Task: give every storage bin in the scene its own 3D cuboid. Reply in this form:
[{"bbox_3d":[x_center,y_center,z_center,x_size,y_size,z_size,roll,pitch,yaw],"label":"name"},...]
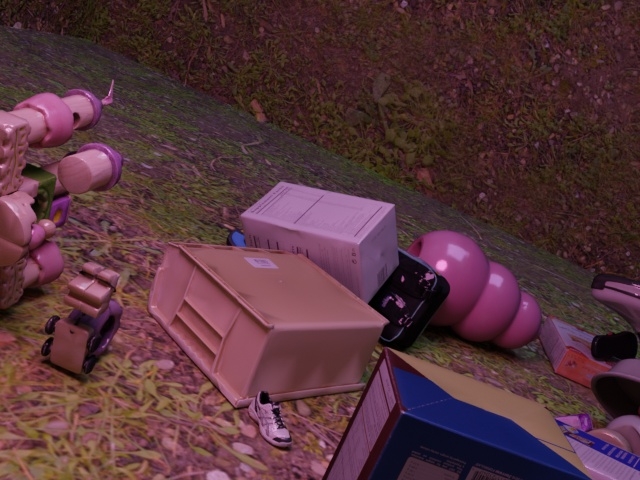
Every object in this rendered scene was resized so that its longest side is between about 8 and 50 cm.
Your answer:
[{"bbox_3d":[-0.081,0.111,1.039,0.262,0.123,0.260,5,23,-47],"label":"storage bin"}]

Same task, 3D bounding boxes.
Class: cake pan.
[{"bbox_3d":[0.626,0.312,1.219,0.293,0.054,0.293,38,-16,13],"label":"cake pan"}]

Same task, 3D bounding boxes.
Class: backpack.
[{"bbox_3d":[0.136,0.096,1.323,0.188,0.166,0.144,35,4,30],"label":"backpack"}]

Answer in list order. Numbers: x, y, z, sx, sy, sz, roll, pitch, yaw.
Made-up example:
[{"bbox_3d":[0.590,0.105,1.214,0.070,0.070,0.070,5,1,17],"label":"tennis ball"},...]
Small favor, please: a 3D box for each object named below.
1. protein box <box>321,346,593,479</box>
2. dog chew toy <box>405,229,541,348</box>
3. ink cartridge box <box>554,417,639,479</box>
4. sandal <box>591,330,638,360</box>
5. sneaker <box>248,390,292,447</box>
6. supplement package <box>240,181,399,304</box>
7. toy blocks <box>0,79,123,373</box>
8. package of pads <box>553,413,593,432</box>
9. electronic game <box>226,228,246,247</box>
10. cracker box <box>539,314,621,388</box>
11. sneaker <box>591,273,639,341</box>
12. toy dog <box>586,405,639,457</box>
[{"bbox_3d":[0.122,0.254,0.704,0.199,0.201,0.136,21,16,-7],"label":"protein box"},{"bbox_3d":[0.325,0.120,1.470,0.331,0.207,0.207,31,14,-10],"label":"dog chew toy"},{"bbox_3d":[0.400,0.330,0.971,0.370,0.069,0.175,18,5,32],"label":"ink cartridge box"},{"bbox_3d":[0.650,0.233,1.543,0.179,0.067,0.040,8,-3,-34],"label":"sandal"},{"bbox_3d":[-0.061,0.221,0.860,0.032,0.037,0.083,9,22,-46],"label":"sneaker"},{"bbox_3d":[0.000,0.000,1.238,0.244,0.134,0.139,14,39,30],"label":"supplement package"},{"bbox_3d":[-0.341,-0.050,0.881,0.308,0.289,0.260,22,21,6],"label":"toy blocks"},{"bbox_3d":[0.410,0.312,1.166,0.083,0.032,0.050,-21,-17,41],"label":"package of pads"},{"bbox_3d":[-0.084,0.034,1.418,0.229,0.048,0.229,22,15,-6],"label":"electronic game"},{"bbox_3d":[0.610,0.266,1.610,0.155,0.067,0.232,24,16,1],"label":"cracker box"},{"bbox_3d":[0.745,0.261,1.448,0.447,0.258,0.169,28,5,13],"label":"sneaker"},{"bbox_3d":[0.583,0.362,1.083,0.333,0.161,0.220,28,16,15],"label":"toy dog"}]
